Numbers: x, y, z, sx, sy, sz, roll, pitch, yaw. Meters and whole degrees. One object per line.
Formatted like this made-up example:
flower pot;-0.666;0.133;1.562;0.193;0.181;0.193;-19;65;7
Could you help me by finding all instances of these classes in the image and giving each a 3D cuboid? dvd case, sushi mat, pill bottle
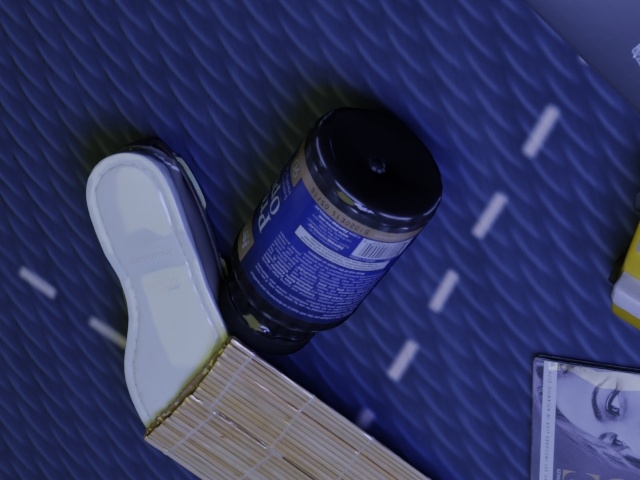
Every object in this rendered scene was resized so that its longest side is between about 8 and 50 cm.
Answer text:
dvd case;0.286;0.189;1.378;0.221;0.018;0.165;8;111;22
sushi mat;0.004;0.220;1.464;0.316;0.019;0.151;37;119;-12
pill bottle;0.000;0.000;1.371;0.123;0.123;0.219;42;132;5

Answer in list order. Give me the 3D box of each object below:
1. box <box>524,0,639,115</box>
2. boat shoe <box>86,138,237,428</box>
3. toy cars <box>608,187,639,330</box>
box;0.279;-0.203;1.122;0.242;0.076;0.307;-31;128;29
boat shoe;-0.129;0.056;1.478;0.109;0.091;0.305;-9;105;15
toy cars;0.330;0.017;1.166;0.393;0.087;0.176;-13;117;54
